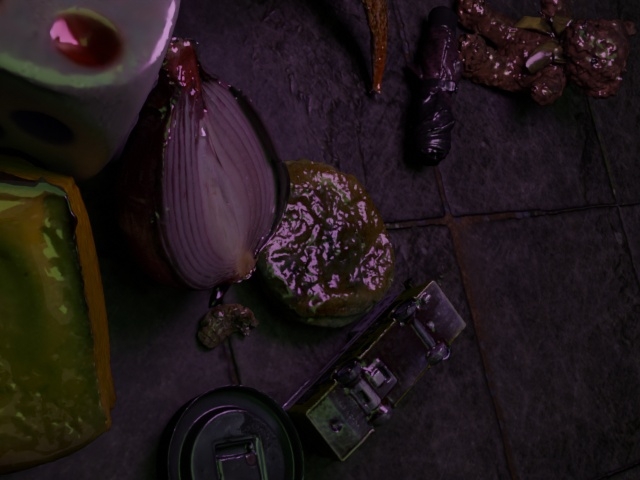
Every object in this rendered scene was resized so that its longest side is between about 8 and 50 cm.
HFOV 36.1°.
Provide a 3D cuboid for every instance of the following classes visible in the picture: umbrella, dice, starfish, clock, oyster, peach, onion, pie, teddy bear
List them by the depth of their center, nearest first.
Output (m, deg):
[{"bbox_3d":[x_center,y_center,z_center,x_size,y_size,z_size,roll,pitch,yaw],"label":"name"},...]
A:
[{"bbox_3d":[-0.392,0.051,1.074,0.306,0.242,0.380,-16,104,-14],"label":"peach"},{"bbox_3d":[-0.356,-0.245,1.140,0.304,0.304,0.277,24,64,-21],"label":"dice"},{"bbox_3d":[-0.188,-0.107,1.292,0.267,0.159,0.349,-42,127,-47],"label":"onion"},{"bbox_3d":[-0.119,0.304,1.322,0.215,0.042,0.215,13,67,-34],"label":"clock"},{"bbox_3d":[-0.125,0.123,1.381,0.081,0.038,0.083,40,54,-23],"label":"oyster"},{"bbox_3d":[0.000,0.000,1.492,0.277,0.078,0.277,14,66,-35],"label":"pie"},{"bbox_3d":[0.049,-0.459,1.601,0.384,0.132,0.398,60,22,-51],"label":"starfish"},{"bbox_3d":[0.207,-0.279,1.736,0.090,0.094,0.326,33,57,-41],"label":"umbrella"},{"bbox_3d":[0.414,-0.366,1.837,0.296,0.222,0.246,24,64,-29],"label":"teddy bear"}]

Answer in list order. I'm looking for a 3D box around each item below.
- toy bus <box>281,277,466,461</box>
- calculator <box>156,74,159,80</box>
[{"bbox_3d":[0.075,0.189,1.453,0.301,0.139,0.113,-42,101,-30],"label":"toy bus"},{"bbox_3d":[-0.279,-0.257,1.396,0.100,0.032,0.175,54,52,-10],"label":"calculator"}]
